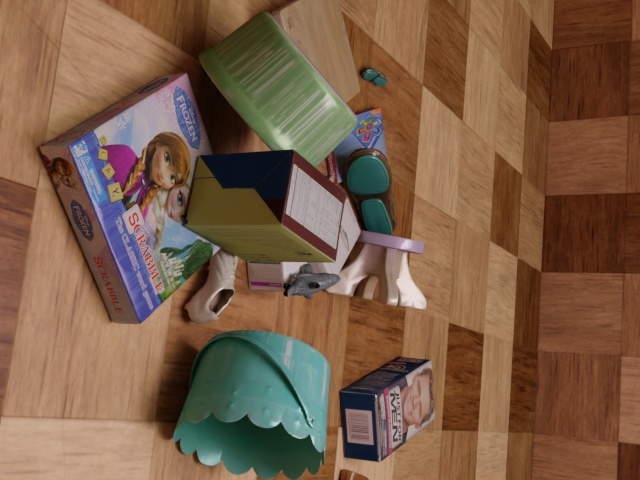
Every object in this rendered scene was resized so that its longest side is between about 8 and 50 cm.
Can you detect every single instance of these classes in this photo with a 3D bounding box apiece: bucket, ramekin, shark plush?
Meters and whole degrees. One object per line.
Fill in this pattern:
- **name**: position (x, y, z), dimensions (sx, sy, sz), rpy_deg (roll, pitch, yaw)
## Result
- **bucket**: position (-0.113, 0.295, 1.511), dimensions (0.281, 0.281, 0.183), rpy_deg (54, 37, -45)
- **ramekin**: position (-0.068, -0.273, 1.547), dimensions (0.303, 0.148, 0.303), rpy_deg (49, 8, -9)
- **shark plush**: position (-0.026, 0.081, 1.668), dimensions (0.161, 0.067, 0.073), rpy_deg (9, 84, -60)

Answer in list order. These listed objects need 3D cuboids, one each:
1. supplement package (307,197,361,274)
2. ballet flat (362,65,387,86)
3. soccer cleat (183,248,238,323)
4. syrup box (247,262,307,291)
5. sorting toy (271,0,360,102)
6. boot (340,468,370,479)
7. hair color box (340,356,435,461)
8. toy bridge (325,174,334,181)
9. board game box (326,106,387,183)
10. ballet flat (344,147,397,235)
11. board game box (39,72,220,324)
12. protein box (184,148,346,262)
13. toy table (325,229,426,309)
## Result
- **supplement package**: position (0.000, 0.000, 1.862), dimensions (0.179, 0.105, 0.105), rpy_deg (-60, 137, -41)
- **ballet flat**: position (0.134, -0.430, 2.173), dimensions (0.114, 0.041, 0.041), rpy_deg (12, 79, -59)
- **soccer cleat**: position (-0.184, 0.076, 1.574), dimensions (0.068, 0.076, 0.196), rpy_deg (60, 41, -40)
- **syrup box**: position (-0.093, -0.020, 1.711), dimensions (0.093, 0.096, 0.237), rpy_deg (-18, 107, -57)
- **sorting toy**: position (-0.031, -0.400, 1.832), dimensions (0.255, 0.089, 0.257), rpy_deg (-47, 129, -50)
- **boot**: position (0.091, 0.731, 2.059), dimensions (0.264, 0.096, 0.280), rpy_deg (44, 45, -41)
- **hair color box**: position (0.180, 0.425, 2.164), dimensions (0.347, 0.105, 0.174), rpy_deg (-15, 103, -60)
- **toy bridge**: position (-0.019, -0.198, 1.910), dimensions (0.063, 0.026, 0.188), rpy_deg (-55, 135, -43)
- **board game box**: position (0.089, -0.240, 2.095), dimensions (0.281, 0.027, 0.145), rpy_deg (-29, 116, -56)
- **ballet flat**: position (0.131, -0.144, 2.058), dimensions (0.342, 0.116, 0.124), rpy_deg (67, 25, -52)
- **board game box**: position (-0.285, -0.077, 1.414), dimensions (0.318, 0.066, 0.319), rpy_deg (-50, 131, -49)
- **protein box**: position (-0.092, -0.055, 1.483), dimensions (0.201, 0.199, 0.136), rpy_deg (36, 59, -56)
- **toy table**: position (0.144, 0.066, 1.999), dimensions (0.274, 0.252, 0.161), rpy_deg (153, -52, -88)
